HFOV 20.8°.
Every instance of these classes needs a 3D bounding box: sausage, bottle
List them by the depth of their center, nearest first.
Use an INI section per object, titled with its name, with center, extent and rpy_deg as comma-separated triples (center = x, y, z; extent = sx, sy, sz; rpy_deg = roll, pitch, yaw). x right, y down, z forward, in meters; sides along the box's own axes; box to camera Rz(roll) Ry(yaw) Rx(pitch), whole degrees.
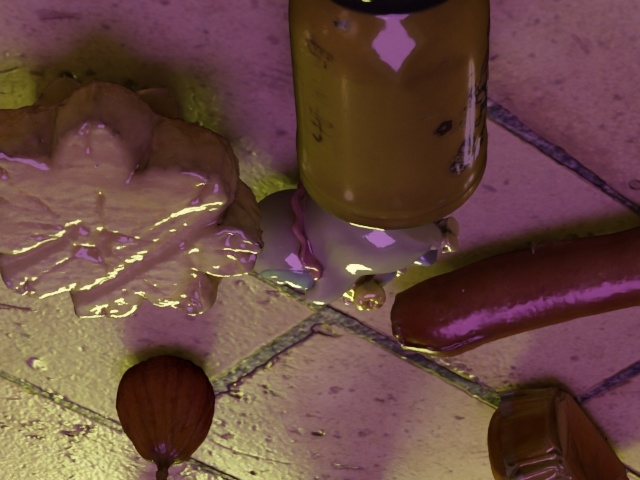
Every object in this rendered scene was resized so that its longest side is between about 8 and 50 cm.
[bottle]
center = 0.059, -0.180, 1.421
extent = 0.171, 0.171, 0.351
rpy_deg = -2, 140, 0
[sausage]
center = 0.273, 0.039, 1.770
extent = 0.419, 0.094, 0.094
rpy_deg = -14, 167, 15

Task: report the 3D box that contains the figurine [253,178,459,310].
[figurine]
center = 0.000, 0.000, 1.690
extent = 0.235, 0.127, 0.155
rpy_deg = -24, 146, 35

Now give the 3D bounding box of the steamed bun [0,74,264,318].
[steamed bun]
center = -0.197, -0.055, 1.594
extent = 0.295, 0.137, 0.292
rpy_deg = 0, 143, 7

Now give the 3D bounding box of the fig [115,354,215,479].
[fig]
center = -0.162, 0.191, 1.908
extent = 0.119, 0.153, 0.119
rpy_deg = -8, 117, -16

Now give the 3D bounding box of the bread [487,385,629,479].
[bread]
center = 0.281, 0.278, 2.038
extent = 0.107, 0.136, 0.241
rpy_deg = -19, 138, 23
